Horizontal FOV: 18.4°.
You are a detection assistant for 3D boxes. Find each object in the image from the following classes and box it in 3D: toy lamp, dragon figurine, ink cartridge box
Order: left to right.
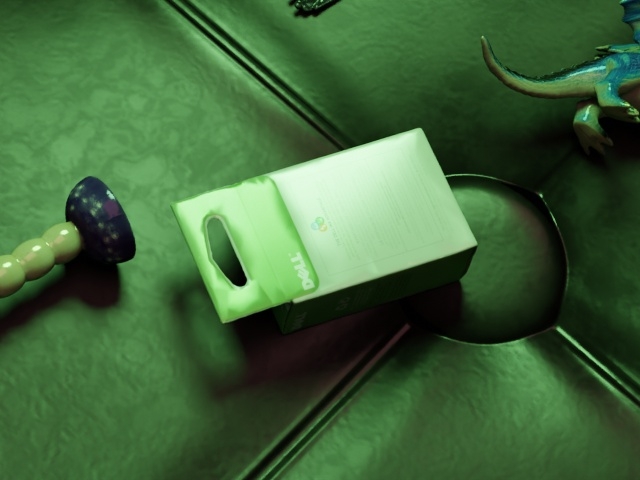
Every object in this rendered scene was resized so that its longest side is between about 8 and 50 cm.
[{"bbox_3d":[-0.263,0.048,1.411,0.274,0.080,0.080,-29,72,-23],"label":"toy lamp"},{"bbox_3d":[0.000,0.000,1.488,0.209,0.062,0.109,-17,68,-17],"label":"ink cartridge box"},{"bbox_3d":[0.267,-0.140,1.592,0.289,0.085,0.144,16,62,-2],"label":"dragon figurine"}]

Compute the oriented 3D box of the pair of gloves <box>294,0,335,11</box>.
[{"bbox_3d":[-0.014,-0.228,1.628,0.083,0.010,0.074,43,63,9],"label":"pair of gloves"}]
